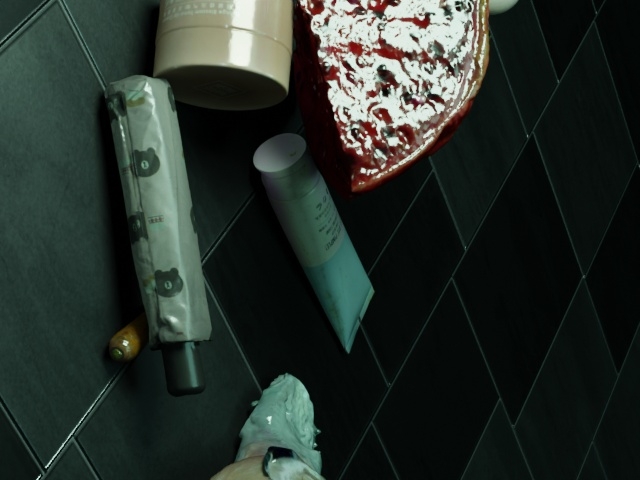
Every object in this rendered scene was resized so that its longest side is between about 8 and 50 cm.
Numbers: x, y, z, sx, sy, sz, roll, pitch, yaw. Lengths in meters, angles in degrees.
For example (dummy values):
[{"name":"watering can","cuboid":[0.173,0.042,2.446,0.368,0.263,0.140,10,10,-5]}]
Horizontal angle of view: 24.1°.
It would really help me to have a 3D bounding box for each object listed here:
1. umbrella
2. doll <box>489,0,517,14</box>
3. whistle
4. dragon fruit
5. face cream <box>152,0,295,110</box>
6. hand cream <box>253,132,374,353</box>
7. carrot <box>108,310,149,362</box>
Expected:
[{"name":"umbrella","cuboid":[-0.165,-0.005,1.565,0.073,0.067,0.337,-7,86,-56]},{"name":"doll","cuboid":[0.176,-0.409,2.051,0.208,0.144,0.271,-28,117,-27]},{"name":"whistle","cuboid":[-0.060,0.289,1.689,0.348,0.189,0.189,-84,154,-56]},{"name":"dragon fruit","cuboid":[0.042,-0.220,1.733,0.302,0.330,0.240,-44,109,-12]},{"name":"face cream","cuboid":[-0.104,-0.213,1.631,0.149,0.149,0.104,24,66,-54]},{"name":"hand cream","cuboid":[0.000,0.000,1.876,0.111,0.070,0.312,-65,146,-38]},{"name":"carrot","cuboid":[-0.193,0.097,1.578,0.093,0.032,0.032,-51,129,-53]}]
